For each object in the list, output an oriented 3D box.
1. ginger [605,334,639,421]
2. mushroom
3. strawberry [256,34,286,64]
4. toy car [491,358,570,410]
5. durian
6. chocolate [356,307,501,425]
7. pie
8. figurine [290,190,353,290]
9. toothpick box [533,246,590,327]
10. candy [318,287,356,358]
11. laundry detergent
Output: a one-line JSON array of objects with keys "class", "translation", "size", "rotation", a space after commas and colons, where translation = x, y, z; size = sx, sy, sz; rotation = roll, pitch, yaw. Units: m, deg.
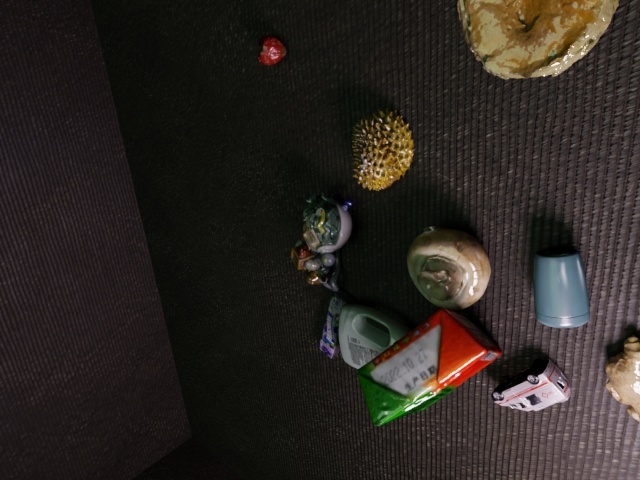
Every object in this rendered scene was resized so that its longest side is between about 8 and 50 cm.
[{"class": "ginger", "translation": [0.752, 0.335, 1.043], "size": [0.137, 0.074, 0.213], "rotation": [-31, 89, 38]}, {"class": "mushroom", "translation": [0.353, 0.075, 1.243], "size": [0.254, 0.184, 0.255], "rotation": [34, 143, 31]}, {"class": "strawberry", "translation": [-0.167, -0.650, 1.497], "size": [0.106, 0.106, 0.106], "rotation": [20, 121, 37]}, {"class": "toy car", "translation": [0.587, 0.423, 1.233], "size": [0.108, 0.089, 0.210], "rotation": [49, 132, 10]}, {"class": "durian", "translation": [0.172, -0.269, 1.306], "size": [0.183, 0.137, 0.250], "rotation": [12, 110, 50]}, {"class": "chocolate", "translation": [0.308, 0.350, 1.227], "size": [0.341, 0.360, 0.161], "rotation": [-41, 62, 14]}, {"class": "pie", "translation": [0.456, -0.518, 0.945], "size": [0.339, 0.083, 0.340], "rotation": [17, 117, 38]}, {"class": "figurine", "translation": [-0.003, -0.002, 1.559], "size": [0.261, 0.186, 0.382], "rotation": [52, 142, 30]}, {"class": "toothpick box", "translation": [0.587, 0.109, 1.072], "size": [0.120, 0.120, 0.184], "rotation": [1, 105, 44]}, {"class": "candy", "translation": [0.061, 0.331, 1.726], "size": [0.088, 0.061, 0.313], "rotation": [35, 129, 31]}, {"class": "laundry detergent", "translation": [0.250, 0.369, 1.513], "size": [0.397, 0.124, 0.264], "rotation": [10, 117, 40]}]
